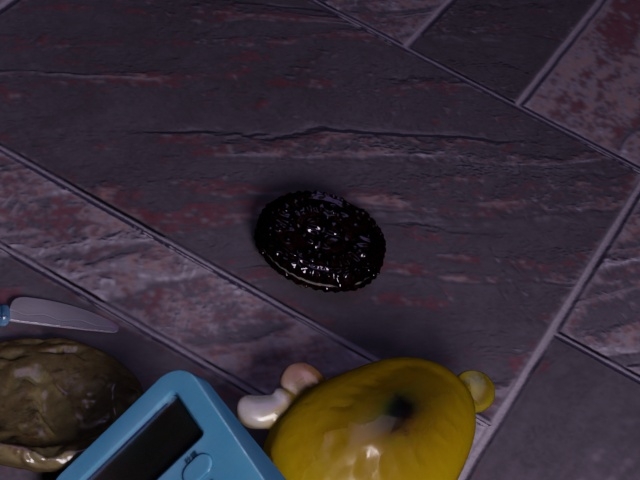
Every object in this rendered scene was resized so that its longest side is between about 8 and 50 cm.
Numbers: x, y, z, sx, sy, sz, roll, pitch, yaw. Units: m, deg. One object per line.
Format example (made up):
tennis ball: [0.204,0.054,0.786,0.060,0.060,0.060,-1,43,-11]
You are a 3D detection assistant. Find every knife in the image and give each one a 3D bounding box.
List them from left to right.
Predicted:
knife: [-0.374,0.089,2.042,0.244,0.032,0.058,5,34,-24]

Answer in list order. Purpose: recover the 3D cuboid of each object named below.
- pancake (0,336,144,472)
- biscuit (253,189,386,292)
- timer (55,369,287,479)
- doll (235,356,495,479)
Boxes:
pancake: [-0.327,0.195,1.926,0.242,0.050,0.242,11,32,-7]
biscuit: [0.000,0.000,2.268,0.194,0.053,0.194,11,40,-10]
timer: [-0.169,0.284,1.751,0.250,0.232,0.091,47,5,31]
doll: [0.018,0.293,1.880,0.423,0.161,0.348,5,60,-16]
